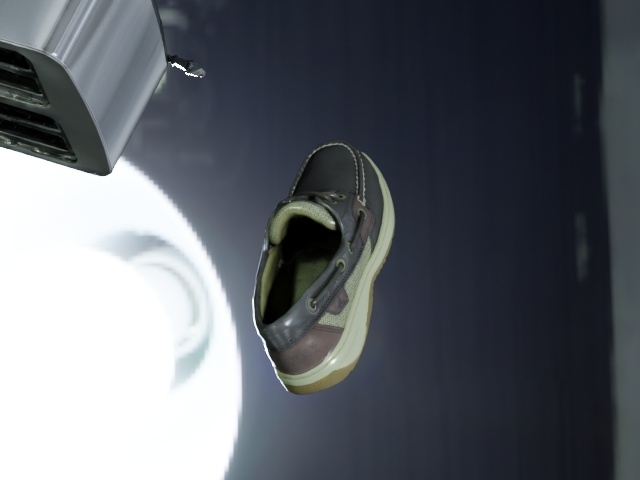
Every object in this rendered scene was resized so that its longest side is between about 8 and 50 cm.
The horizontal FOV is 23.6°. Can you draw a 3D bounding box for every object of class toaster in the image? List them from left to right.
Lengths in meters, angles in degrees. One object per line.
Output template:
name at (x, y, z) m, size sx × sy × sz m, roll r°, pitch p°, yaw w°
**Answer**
toaster at (-0.191, -0.138, 1.008) m, size 0.186 × 0.110 × 0.168 m, roll 17°, pitch -22°, yaw 12°

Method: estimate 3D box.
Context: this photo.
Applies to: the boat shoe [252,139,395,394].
boat shoe at (-0.001, 0.001, 1.050) m, size 0.080 × 0.223 × 0.073 m, roll -13°, pitch -48°, yaw 22°
